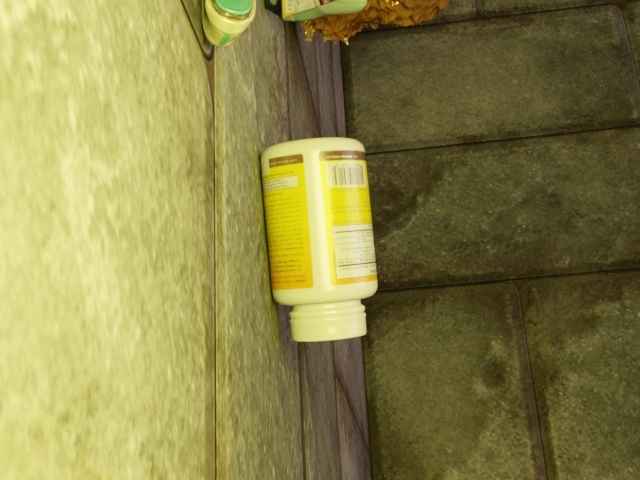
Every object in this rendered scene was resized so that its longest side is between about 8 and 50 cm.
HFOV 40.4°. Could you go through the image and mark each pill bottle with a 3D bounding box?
[{"bbox_3d":[0.000,0.000,0.958,0.117,0.117,0.215,10,75,-85],"label":"pill bottle"}]

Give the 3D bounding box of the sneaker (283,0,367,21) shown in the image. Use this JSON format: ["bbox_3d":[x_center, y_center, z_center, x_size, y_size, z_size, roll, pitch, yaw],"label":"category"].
[{"bbox_3d":[0.002,-0.391,1.210,0.256,0.151,0.094,54,32,-78],"label":"sneaker"}]

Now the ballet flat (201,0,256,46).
[{"bbox_3d":[-0.083,-0.239,0.738,0.052,0.057,0.168,131,-36,-57],"label":"ballet flat"}]

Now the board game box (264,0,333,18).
[{"bbox_3d":[0.004,-0.415,1.077,0.042,0.165,0.243,41,-36,38],"label":"board game box"}]

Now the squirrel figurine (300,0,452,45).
[{"bbox_3d":[0.082,-0.527,1.469,0.397,0.370,0.281,-61,160,-24],"label":"squirrel figurine"}]
